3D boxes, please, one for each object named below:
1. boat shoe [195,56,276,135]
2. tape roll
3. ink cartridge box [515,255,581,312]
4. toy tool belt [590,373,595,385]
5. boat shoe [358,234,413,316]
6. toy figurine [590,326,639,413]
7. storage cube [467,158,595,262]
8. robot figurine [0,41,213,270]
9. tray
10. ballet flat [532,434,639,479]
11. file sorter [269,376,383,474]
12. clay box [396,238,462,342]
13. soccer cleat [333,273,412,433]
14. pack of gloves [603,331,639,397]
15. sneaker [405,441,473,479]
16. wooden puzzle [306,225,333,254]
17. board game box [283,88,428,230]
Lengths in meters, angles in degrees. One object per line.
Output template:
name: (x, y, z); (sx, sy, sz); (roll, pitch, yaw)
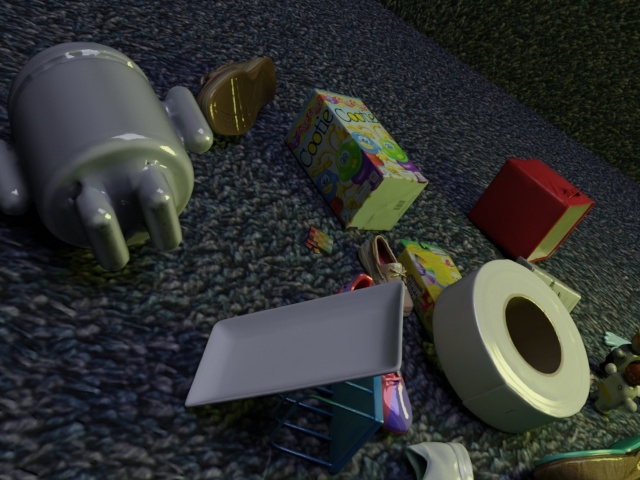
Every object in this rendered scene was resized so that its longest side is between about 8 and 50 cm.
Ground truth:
boat shoe: (-0.188, -0.293, 1.294); (0.110, 0.121, 0.341); (1, 25, 15)
tape roll: (0.328, 0.179, 1.090); (0.286, 0.100, 0.286); (22, 50, -29)
ink cartridge box: (0.508, 0.102, 1.452); (0.135, 0.056, 0.099); (30, 13, -10)
toy tool belt: (0.515, 0.270, 1.266); (0.083, 0.052, 0.051); (-7, 60, -49)
boat shoe: (0.124, 0.060, 1.156); (0.063, 0.059, 0.170); (6, 42, -40)
toy figurine: (0.670, 0.300, 1.270); (0.209, 0.148, 0.213); (44, 37, 13)
storage cube: (0.526, -0.079, 1.592); (0.184, 0.215, 0.193); (-9, 47, -49)
robot figurine: (-0.301, -0.129, 0.861); (0.300, 0.199, 0.353); (-18, 56, -20)
tray: (-0.026, 0.131, 0.764); (0.145, 0.270, 0.030); (-78, 147, -50)
ballet flat: (0.473, 0.393, 1.029); (0.342, 0.116, 0.124); (9, 59, -42)
file sorter: (0.005, 0.185, 0.822); (0.104, 0.118, 0.170); (23, 33, -14)
clay box: (0.224, 0.097, 1.210); (0.127, 0.053, 0.222); (12, 39, -34)
soccer cleat: (0.079, 0.162, 0.941); (0.083, 0.095, 0.248); (12, 39, -34)
pack of gloves: (0.775, 0.300, 1.484); (0.232, 0.046, 0.195); (22, 35, -22)
sneaker: (0.158, 0.350, 0.804); (0.094, 0.080, 0.212); (12, 30, -16)
wooden puzzle: (0.000, 0.000, 1.166); (0.049, 0.006, 0.083); (29, 32, -12)
board game box: (0.067, -0.168, 1.324); (0.142, 0.144, 0.275); (1, 45, -43)
